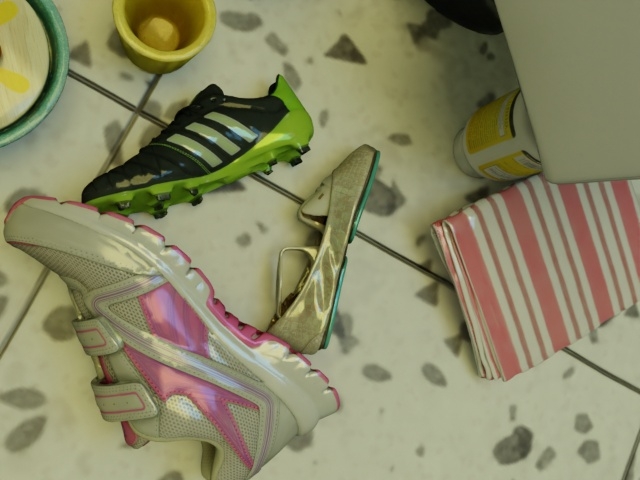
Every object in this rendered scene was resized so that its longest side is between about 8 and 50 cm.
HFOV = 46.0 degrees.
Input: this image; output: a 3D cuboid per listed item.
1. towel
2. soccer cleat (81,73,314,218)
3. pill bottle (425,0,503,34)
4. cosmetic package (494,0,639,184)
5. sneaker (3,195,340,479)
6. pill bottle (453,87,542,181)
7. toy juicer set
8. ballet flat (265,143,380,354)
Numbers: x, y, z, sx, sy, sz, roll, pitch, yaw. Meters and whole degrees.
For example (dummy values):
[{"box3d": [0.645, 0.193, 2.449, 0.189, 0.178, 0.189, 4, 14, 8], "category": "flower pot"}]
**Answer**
[{"box3d": [0.190, 0.013, 0.621, 0.197, 0.029, 0.144, -25, 103, -21], "category": "towel"}, {"box3d": [-0.089, -0.067, 0.539, 0.179, 0.060, 0.072, -23, 82, -24], "category": "soccer cleat"}, {"box3d": [0.166, -0.279, 0.590, 0.123, 0.123, 0.219, 34, 90, -12], "category": "pill bottle"}, {"box3d": [0.333, -0.212, 0.508, 0.453, 0.230, 0.161, -39, 115, -37], "category": "cosmetic package"}, {"box3d": [-0.109, 0.072, 0.491, 0.252, 0.103, 0.111, 41, 73, -9], "category": "sneaker"}, {"box3d": [0.149, -0.080, 0.579, 0.065, 0.116, 0.065, 2, 84, -18], "category": "pill bottle"}, {"box3d": [-0.249, -0.150, 0.475, 0.329, 0.089, 0.209, -30, 94, -17], "category": "toy juicer set"}, {"box3d": [0.000, 0.000, 0.559, 0.053, 0.057, 0.168, 17, 80, -5], "category": "ballet flat"}]
